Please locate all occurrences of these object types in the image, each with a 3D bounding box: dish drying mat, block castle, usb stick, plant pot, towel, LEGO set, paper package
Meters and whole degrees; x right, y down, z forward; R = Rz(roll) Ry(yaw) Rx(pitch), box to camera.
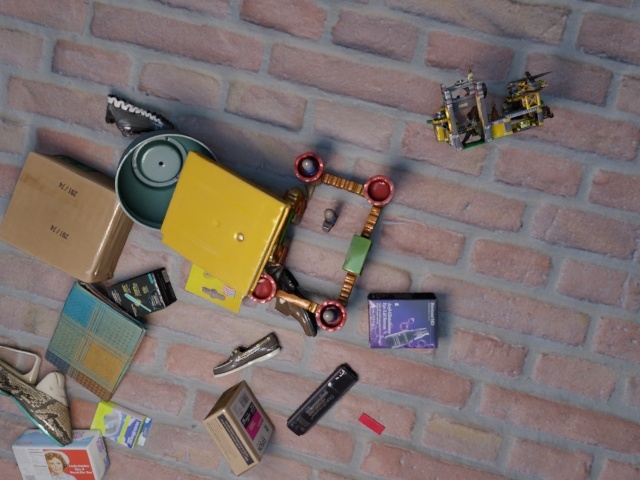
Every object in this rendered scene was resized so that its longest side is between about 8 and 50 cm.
[{"bbox_3d":[0.163,0.585,1.745,0.083,0.008,0.032,34,98,0],"label":"dish drying mat"},{"bbox_3d":[0.000,0.000,1.554,0.303,0.213,0.453,21,87,9],"label":"block castle"},{"bbox_3d":[0.005,0.506,1.734,0.077,0.045,0.278,42,98,-7],"label":"usb stick"},{"bbox_3d":[-0.453,-0.199,1.600,0.293,0.196,0.293,-12,122,-20],"label":"plant pot"},{"bbox_3d":[-0.715,0.323,1.727,0.271,0.040,0.370,35,119,3],"label":"towel"},{"bbox_3d":[0.449,-0.388,1.499,0.332,0.255,0.192,-13,111,14],"label":"LEGO set"},{"bbox_3d":[-0.759,-0.075,1.684,0.325,0.168,0.309,25,96,3],"label":"paper package"}]

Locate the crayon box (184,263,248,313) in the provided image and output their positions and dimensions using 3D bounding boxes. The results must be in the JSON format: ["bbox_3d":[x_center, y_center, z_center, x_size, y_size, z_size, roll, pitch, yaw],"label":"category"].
[{"bbox_3d":[-0.271,0.037,1.675,0.202,0.081,0.318,23,97,15],"label":"crayon box"}]

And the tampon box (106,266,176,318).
[{"bbox_3d":[-0.560,0.171,1.722,0.161,0.101,0.120,-18,95,7],"label":"tampon box"}]

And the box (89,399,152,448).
[{"bbox_3d":[-0.658,0.608,1.807,0.178,0.042,0.109,22,98,4],"label":"box"}]

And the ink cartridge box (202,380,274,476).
[{"bbox_3d":[-0.243,0.563,1.666,0.088,0.234,0.193,-33,93,8],"label":"ink cartridge box"}]

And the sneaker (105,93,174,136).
[{"bbox_3d":[-0.562,-0.360,1.685,0.234,0.078,0.106,24,100,6],"label":"sneaker"}]

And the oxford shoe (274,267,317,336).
[{"bbox_3d":[-0.086,0.207,1.698,0.096,0.083,0.227,-33,80,10],"label":"oxford shoe"}]

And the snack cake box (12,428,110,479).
[{"bbox_3d":[-0.845,0.704,1.790,0.265,0.089,0.152,-2,110,7],"label":"snack cake box"}]

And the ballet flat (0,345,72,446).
[{"bbox_3d":[-0.950,0.457,1.755,0.483,0.164,0.182,29,64,10],"label":"ballet flat"}]

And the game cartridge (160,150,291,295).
[{"bbox_3d":[-0.269,-0.049,1.489,0.324,0.053,0.285,31,108,17],"label":"game cartridge"}]

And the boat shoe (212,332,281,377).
[{"bbox_3d":[-0.240,0.363,1.727,0.228,0.081,0.068,-23,90,0],"label":"boat shoe"}]

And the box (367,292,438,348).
[{"bbox_3d":[0.248,0.240,1.652,0.207,0.108,0.153,-2,95,6],"label":"box"}]
